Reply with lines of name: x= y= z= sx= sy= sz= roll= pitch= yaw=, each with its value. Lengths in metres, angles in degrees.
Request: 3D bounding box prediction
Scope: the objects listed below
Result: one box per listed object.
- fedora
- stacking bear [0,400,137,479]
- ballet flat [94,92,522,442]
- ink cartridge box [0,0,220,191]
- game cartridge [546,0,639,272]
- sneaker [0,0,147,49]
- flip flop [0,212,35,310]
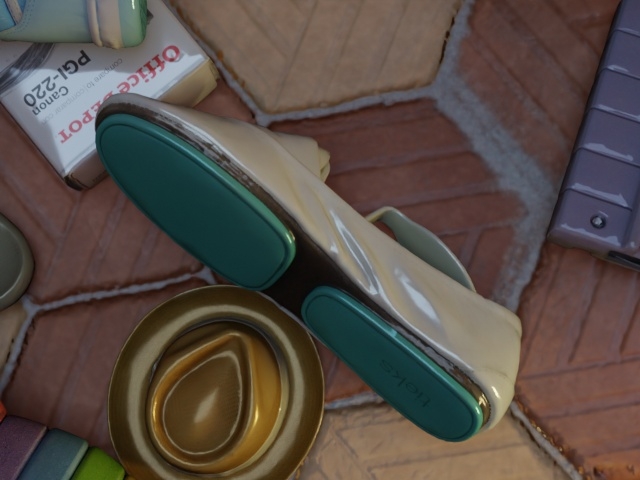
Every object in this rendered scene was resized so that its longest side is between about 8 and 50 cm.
fedora: x=-0.088 y=0.128 z=1.138 sx=0.194 sy=0.079 sz=0.194 roll=0 pitch=84 yaw=1
stacking bear: x=-0.187 y=0.252 z=1.094 sx=0.289 sy=0.175 sz=0.164 roll=31 pitch=68 yaw=-5
ballet flat: x=0.000 y=0.000 z=1.125 sx=0.400 sy=0.139 sz=0.139 roll=39 pitch=86 yaw=-4
ink cartridge box: x=-0.212 y=-0.173 z=1.166 sx=0.158 sy=0.092 sz=0.218 roll=-40 pitch=86 yaw=-3
game cartridge: x=0.385 y=-0.052 z=1.136 sx=0.355 sy=0.068 sz=0.230 roll=18 pitch=78 yaw=3
sneaker: x=-0.249 y=-0.298 z=1.073 sx=0.208 sy=0.127 sz=0.319 roll=-6 pitch=82 yaw=-2
flip flop: x=-0.364 y=-0.033 z=1.160 sx=0.277 sy=0.080 sz=0.112 roll=34 pitch=86 yaw=4
